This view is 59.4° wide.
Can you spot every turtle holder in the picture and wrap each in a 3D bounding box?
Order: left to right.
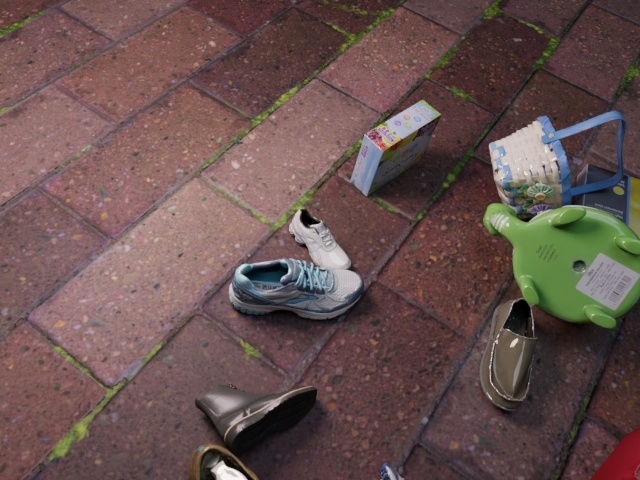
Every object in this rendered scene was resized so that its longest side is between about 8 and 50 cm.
[{"bbox_3d":[0.513,0.043,1.205,0.320,0.227,0.243,1,97,19],"label":"turtle holder"}]

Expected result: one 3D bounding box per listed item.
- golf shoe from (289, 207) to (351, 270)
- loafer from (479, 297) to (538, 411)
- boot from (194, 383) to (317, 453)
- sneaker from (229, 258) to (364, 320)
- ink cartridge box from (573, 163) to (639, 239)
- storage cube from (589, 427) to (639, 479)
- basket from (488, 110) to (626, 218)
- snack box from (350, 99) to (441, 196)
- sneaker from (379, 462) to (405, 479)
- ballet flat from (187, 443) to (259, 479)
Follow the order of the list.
[{"bbox_3d":[0.000,0.000,1.240,0.176,0.086,0.069,41,58,17],"label":"golf shoe"},{"bbox_3d":[0.385,0.219,1.138,0.094,0.087,0.251,14,54,2],"label":"loafer"},{"bbox_3d":[-0.117,0.291,1.034,0.198,0.076,0.137,-13,30,-40],"label":"boot"},{"bbox_3d":[-0.044,0.093,1.145,0.283,0.122,0.110,-3,56,-10],"label":"sneaker"},{"bbox_3d":[0.781,-0.026,1.381,0.304,0.072,0.307,20,53,6],"label":"ink cartridge box"},{"bbox_3d":[0.602,0.432,0.957,0.215,0.193,0.183,-34,66,-26],"label":"storage cube"},{"bbox_3d":[0.562,-0.170,1.323,0.289,0.255,0.201,-21,52,15],"label":"basket"},{"bbox_3d":[0.181,-0.224,1.367,0.207,0.174,0.070,-33,69,-27],"label":"snack box"},{"bbox_3d":[0.152,0.448,0.976,0.058,0.052,0.135,-18,67,-31],"label":"sneaker"},{"bbox_3d":[-0.091,0.454,0.885,0.116,0.124,0.342,-34,66,-26],"label":"ballet flat"}]
